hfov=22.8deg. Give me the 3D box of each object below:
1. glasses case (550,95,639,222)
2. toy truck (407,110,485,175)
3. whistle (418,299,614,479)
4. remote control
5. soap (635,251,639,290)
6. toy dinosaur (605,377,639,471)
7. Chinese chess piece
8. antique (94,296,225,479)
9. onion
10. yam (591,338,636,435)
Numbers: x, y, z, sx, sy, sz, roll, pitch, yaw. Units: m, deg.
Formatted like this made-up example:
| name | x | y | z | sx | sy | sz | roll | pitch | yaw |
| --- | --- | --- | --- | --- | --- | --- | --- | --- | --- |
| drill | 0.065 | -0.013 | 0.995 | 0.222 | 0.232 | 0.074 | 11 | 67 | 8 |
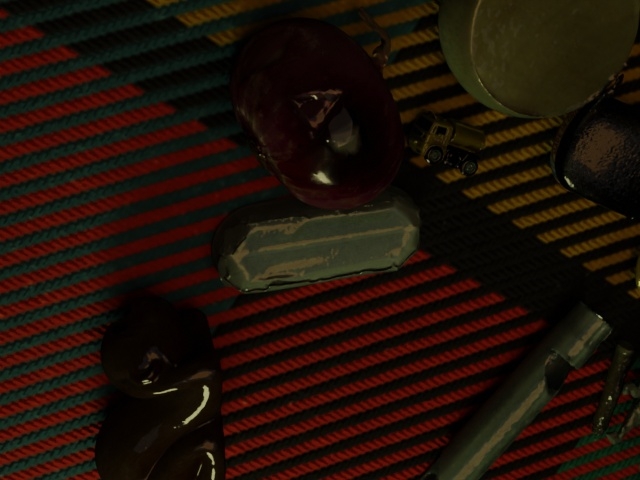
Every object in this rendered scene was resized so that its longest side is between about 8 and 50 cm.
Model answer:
| name | x | y | z | sx | sy | sz | roll | pitch | yaw |
| --- | --- | --- | --- | --- | --- | --- | --- | --- | --- |
| glasses case | 0.417 | -0.075 | 1.911 | 0.321 | 0.082 | 0.122 | 20 | 101 | -26 |
| toy truck | 0.141 | -0.113 | 1.804 | 0.083 | 0.049 | 0.054 | 16 | 105 | -28 |
| whistle | 0.240 | 0.205 | 1.977 | 0.312 | 0.062 | 0.062 | -48 | 121 | 4 |
| remote control | 0.000 | 0.000 | 1.796 | 0.247 | 0.052 | 0.104 | -10 | 114 | -15 |
| soap | 0.470 | 0.032 | 2.009 | 0.168 | 0.033 | 0.089 | -1 | 112 | -23 |
| toy dinosaur | 0.444 | 0.236 | 2.079 | 0.167 | 0.053 | 0.242 | -38 | 129 | -28 |
| Chinese chess piece | 0.242 | -0.245 | 1.761 | 0.237 | 0.092 | 0.238 | -8 | 114 | -19 |
| antique | -0.181 | 0.183 | 1.768 | 0.143 | 0.121 | 0.257 | -4 | 121 | -11 |
| onion | 0.003 | -0.127 | 1.671 | 0.200 | 0.200 | 0.207 | -8 | 121 | -19 |
| yam | 0.373 | 0.189 | 2.046 | 0.027 | 0.033 | 0.129 | -11 | 124 | -47 |
